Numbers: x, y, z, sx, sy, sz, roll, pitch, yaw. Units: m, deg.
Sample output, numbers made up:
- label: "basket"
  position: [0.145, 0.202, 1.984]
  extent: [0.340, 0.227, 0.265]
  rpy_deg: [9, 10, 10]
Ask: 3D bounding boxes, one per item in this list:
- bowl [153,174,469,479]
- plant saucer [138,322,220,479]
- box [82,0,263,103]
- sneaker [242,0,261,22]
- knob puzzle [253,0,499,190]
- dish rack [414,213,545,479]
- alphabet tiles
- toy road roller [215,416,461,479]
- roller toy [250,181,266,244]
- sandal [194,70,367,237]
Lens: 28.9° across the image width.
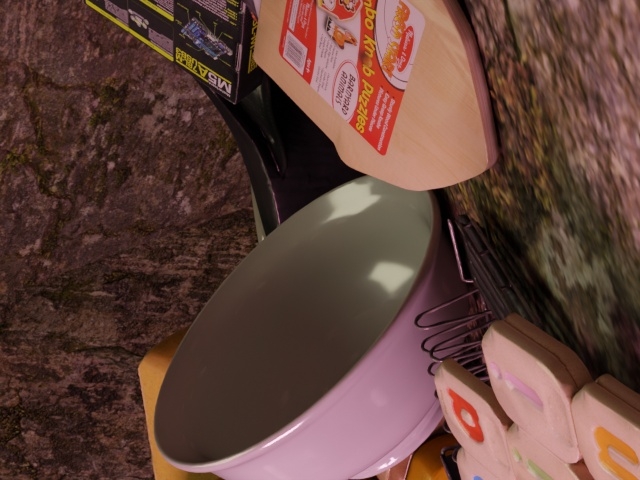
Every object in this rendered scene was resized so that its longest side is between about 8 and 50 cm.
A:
- label: "bowl"
  position: [0.016, 0.095, 0.998]
  extent: [0.134, 0.298, 0.298]
  rpy_deg: [44, -172, -23]
- label: "plant saucer"
  position: [-0.015, 0.189, 1.286]
  extent: [0.081, 0.332, 0.333]
  rpy_deg: [32, 137, 38]
- label: "box"
  position: [-0.126, -0.235, 1.060]
  extent: [0.190, 0.045, 0.184]
  rpy_deg: [34, 147, 18]
- label: "sneaker"
  position: [-0.062, -0.255, 0.824]
  extent: [0.180, 0.124, 0.321]
  rpy_deg: [48, 163, 38]
- label: "knob puzzle"
  position: [0.040, -0.111, 0.730]
  extent: [0.213, 0.030, 0.213]
  rpy_deg: [39, 146, 33]
- label: "dish rack"
  position: [0.121, 0.126, 0.800]
  extent: [0.208, 0.074, 0.272]
  rpy_deg: [-115, 6, -56]
- label: "alphabet tiles"
  position: [0.148, 0.174, 0.591]
  extent: [0.278, 0.021, 0.284]
  rpy_deg: [35, 147, 58]
- label: "toy road roller"
  position: [0.004, 0.250, 1.126]
  extent: [0.202, 0.240, 0.330]
  rpy_deg: [52, 135, 52]
- label: "roller toy"
  position: [0.000, 0.000, 1.487]
  extent: [0.209, 0.146, 0.191]
  rpy_deg: [-100, 1, -56]
- label: "sandal"
  position: [-0.022, -0.144, 1.220]
  extent: [0.107, 0.167, 0.446]
  rpy_deg: [14, 135, 52]
